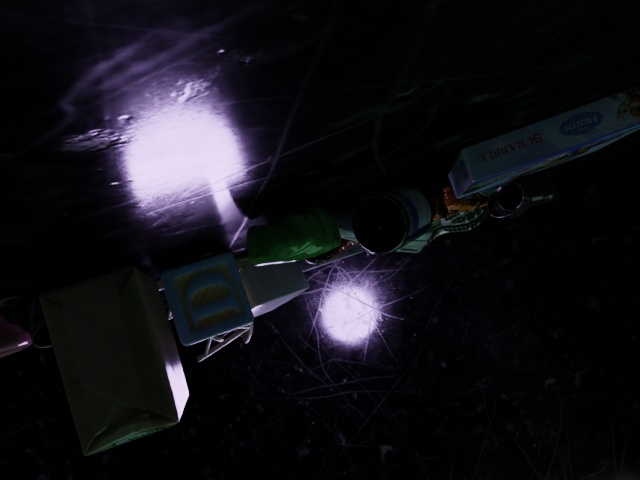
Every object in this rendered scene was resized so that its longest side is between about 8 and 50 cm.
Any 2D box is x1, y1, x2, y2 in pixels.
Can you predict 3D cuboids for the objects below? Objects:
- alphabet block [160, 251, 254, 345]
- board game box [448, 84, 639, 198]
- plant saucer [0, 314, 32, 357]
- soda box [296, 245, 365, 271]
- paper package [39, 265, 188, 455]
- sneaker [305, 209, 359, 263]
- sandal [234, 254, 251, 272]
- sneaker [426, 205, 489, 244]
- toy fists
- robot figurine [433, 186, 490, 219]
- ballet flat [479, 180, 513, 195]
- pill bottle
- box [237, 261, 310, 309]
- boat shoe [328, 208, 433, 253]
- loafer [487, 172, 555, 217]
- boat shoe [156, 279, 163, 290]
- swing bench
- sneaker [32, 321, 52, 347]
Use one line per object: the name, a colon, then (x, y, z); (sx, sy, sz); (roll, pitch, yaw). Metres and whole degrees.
alphabet block: (-0.297, 0.153, 1.313); (0.192, 0.193, 0.197); (-16, 176, -16)
board game box: (0.424, -0.176, 0.978); (0.319, 0.065, 0.318); (-19, 176, 10)
plant saucer: (-0.730, 0.213, 0.928); (0.332, 0.084, 0.332); (-19, 176, -1)
soda box: (0.018, 0.040, 1.889); (0.286, 0.098, 0.091); (-21, 174, 31)
paper package: (-0.390, 0.224, 1.006); (0.168, 0.309, 0.325); (-18, 175, -14)
sneaker: (0.064, -0.021, 1.283); (0.276, 0.097, 0.135); (-22, -175, -14)
sandal: (-0.267, 0.082, 1.491); (0.180, 0.049, 0.072); (-15, 175, -41)
sneaker: (0.489, -0.112, 2.056); (0.410, 0.158, 0.182); (-21, -153, 10)
toy fists: (-0.039, -0.011, 0.963); (0.142, 0.096, 0.279); (-9, 179, 8)
robot figurine: (0.444, -0.129, 1.606); (0.211, 0.085, 0.291); (-22, 174, 43)
ballet flat: (0.497, -0.170, 1.478); (0.188, 0.070, 0.070); (-11, 172, -39)
pill bottle: (0.167, -0.051, 1.061); (0.123, 0.122, 0.219); (-21, 180, 33)
box: (-0.235, 0.172, 1.794); (0.215, 0.168, 0.345); (-33, 169, 27)
boat shoe: (0.134, -0.012, 1.191); (0.268, 0.096, 0.088); (1, 127, -22)
loafer: (0.420, -0.098, 1.101); (0.078, 0.080, 0.220); (-8, 170, -10)
boat shoe: (-0.479, 0.136, 1.402); (0.100, 0.035, 0.035); (-24, 177, -35)
swing bench: (-0.419, 0.286, 1.896); (0.255, 0.253, 0.165); (-14, 131, -51)
sneaker: (-0.699, 0.226, 1.376); (0.217, 0.079, 0.121); (-26, 175, -14)
